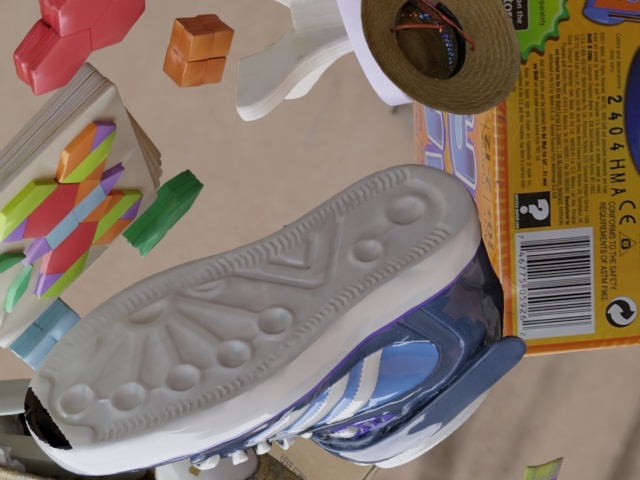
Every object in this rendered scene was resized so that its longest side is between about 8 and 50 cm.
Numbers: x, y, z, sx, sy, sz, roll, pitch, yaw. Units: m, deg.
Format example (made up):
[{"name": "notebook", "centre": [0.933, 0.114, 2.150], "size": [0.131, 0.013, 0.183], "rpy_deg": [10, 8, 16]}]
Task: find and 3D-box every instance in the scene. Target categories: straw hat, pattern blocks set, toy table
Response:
[{"name": "straw hat", "centre": [0.077, -0.145, 1.348], "size": [0.144, 0.144, 0.061], "rpy_deg": [26, 147, -16]}, {"name": "pattern blocks set", "centre": [-0.150, -0.019, 1.020], "size": [0.026, 0.285, 0.325], "rpy_deg": [41, -177, 16]}, {"name": "toy table", "centre": [-0.004, -0.240, 1.907], "size": [0.160, 0.252, 0.274], "rpy_deg": [-8, 134, 16]}]

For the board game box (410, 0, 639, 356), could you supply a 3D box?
[{"name": "board game box", "centre": [0.285, -0.126, 1.613], "size": [0.356, 0.357, 0.356], "rpy_deg": [-5, -167, -7]}]

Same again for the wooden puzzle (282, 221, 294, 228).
[{"name": "wooden puzzle", "centre": [0.000, 0.000, 1.587], "size": [0.083, 0.006, 0.049], "rpy_deg": [-4, -140, -40]}]

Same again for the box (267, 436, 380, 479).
[{"name": "box", "centre": [-0.011, 0.140, 1.676], "size": [0.201, 0.164, 0.021], "rpy_deg": [44, -161, 25]}]

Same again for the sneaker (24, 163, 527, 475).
[{"name": "sneaker", "centre": [-0.017, 0.108, 1.181], "size": [0.130, 0.322, 0.236], "rpy_deg": [48, 161, 39]}]

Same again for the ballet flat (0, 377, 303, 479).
[{"name": "ballet flat", "centre": [-0.156, 0.162, 1.334], "size": [0.348, 0.123, 0.123], "rpy_deg": [8, 178, -3]}]

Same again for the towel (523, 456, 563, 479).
[{"name": "towel", "centre": [0.189, 0.234, 1.613], "size": [0.009, 0.083, 0.060], "rpy_deg": [28, -158, 33]}]
